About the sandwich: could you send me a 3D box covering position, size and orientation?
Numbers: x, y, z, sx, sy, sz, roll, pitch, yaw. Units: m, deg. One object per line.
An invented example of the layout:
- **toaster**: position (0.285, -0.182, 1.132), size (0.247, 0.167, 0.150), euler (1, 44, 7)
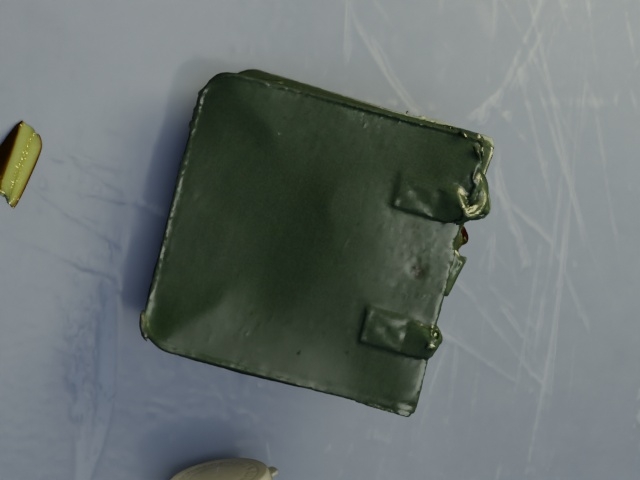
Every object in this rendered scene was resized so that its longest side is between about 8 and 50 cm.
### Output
- **sandwich**: position (-0.260, -0.057, 1.528), size (0.031, 0.044, 0.083), euler (39, 45, -24)

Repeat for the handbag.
- **handbag**: position (-0.001, 0.000, 1.541), size (0.260, 0.079, 0.247), euler (16, 95, 10)

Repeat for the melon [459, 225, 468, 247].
- **melon**: position (0.051, -0.003, 1.610), size (0.160, 0.079, 0.128), euler (36, 88, -20)

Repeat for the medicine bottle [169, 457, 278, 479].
- **medicine bottle**: position (-0.072, 0.305, 1.605), size (0.135, 0.135, 0.215), euler (-12, 104, -14)
